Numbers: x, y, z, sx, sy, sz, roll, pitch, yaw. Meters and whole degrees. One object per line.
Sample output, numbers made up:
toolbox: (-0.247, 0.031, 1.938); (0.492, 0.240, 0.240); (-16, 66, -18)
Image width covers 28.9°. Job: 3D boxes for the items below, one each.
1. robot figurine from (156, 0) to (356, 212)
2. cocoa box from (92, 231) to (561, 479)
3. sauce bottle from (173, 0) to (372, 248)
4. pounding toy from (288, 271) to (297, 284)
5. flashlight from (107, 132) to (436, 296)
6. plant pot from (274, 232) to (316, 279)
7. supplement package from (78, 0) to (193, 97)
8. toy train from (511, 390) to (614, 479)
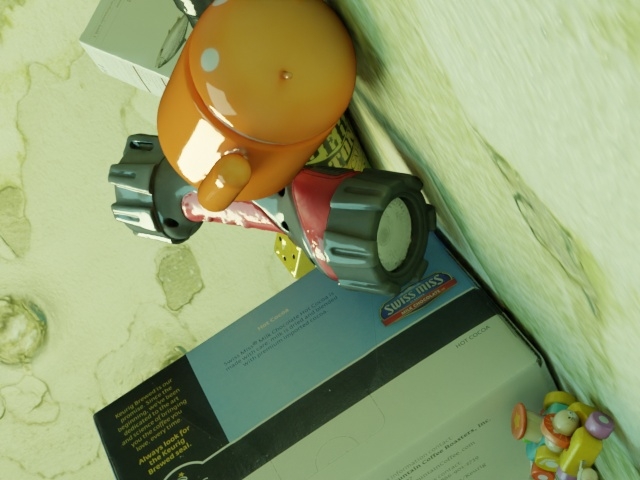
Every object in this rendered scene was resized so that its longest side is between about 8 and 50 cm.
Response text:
robot figurine: (-0.049, -0.111, 0.926); (0.128, 0.158, 0.219); (55, 153, 6)
cocoa box: (0.022, 0.188, 1.087); (0.228, 0.347, 0.231); (54, 177, 47)
sauce bottle: (-0.040, -0.121, 1.115); (0.111, 0.111, 0.344); (54, 177, 39)
pounding toy: (0.061, 0.025, 1.397); (0.183, 0.110, 0.237); (67, 151, 16)
flashlight: (-0.052, -0.022, 1.069); (0.304, 0.103, 0.103); (7, 147, 36)
plant pot: (0.000, 0.000, 1.289); (0.081, 0.083, 0.081); (51, 143, 37)
supplement package: (-0.169, -0.224, 1.441); (0.179, 0.105, 0.105); (23, 170, 11)
toy train: (0.160, 0.170, 0.895); (0.046, 0.125, 0.166); (20, -176, -5)
